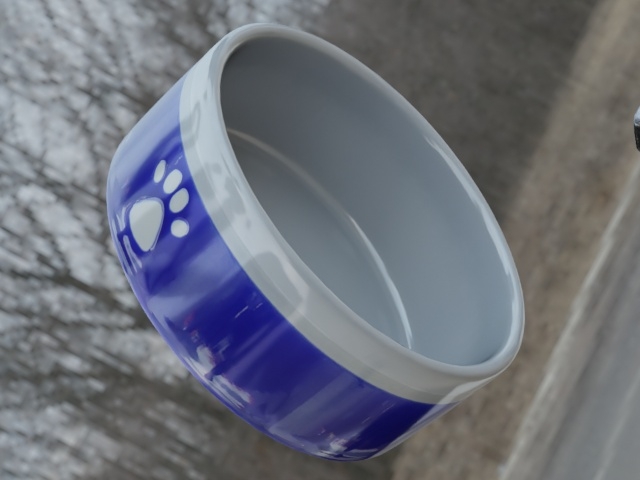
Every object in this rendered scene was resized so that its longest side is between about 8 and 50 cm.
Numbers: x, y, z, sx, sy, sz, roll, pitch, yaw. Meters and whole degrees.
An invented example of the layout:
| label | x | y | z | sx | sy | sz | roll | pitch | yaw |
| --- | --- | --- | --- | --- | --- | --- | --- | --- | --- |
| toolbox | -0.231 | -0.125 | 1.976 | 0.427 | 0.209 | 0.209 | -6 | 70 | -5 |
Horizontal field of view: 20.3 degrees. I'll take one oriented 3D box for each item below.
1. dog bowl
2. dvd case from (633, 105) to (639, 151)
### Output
| label | x | y | z | sx | sy | sz | roll | pitch | yaw |
| --- | --- | --- | --- | --- | --- | --- | --- | --- | --- |
| dog bowl | 0.000 | 0.000 | 1.104 | 0.104 | 0.265 | 0.265 | -40 | 11 | 28 |
| dvd case | 0.256 | -0.114 | 0.746 | 0.239 | 0.179 | 0.029 | -62 | -29 | -28 |
